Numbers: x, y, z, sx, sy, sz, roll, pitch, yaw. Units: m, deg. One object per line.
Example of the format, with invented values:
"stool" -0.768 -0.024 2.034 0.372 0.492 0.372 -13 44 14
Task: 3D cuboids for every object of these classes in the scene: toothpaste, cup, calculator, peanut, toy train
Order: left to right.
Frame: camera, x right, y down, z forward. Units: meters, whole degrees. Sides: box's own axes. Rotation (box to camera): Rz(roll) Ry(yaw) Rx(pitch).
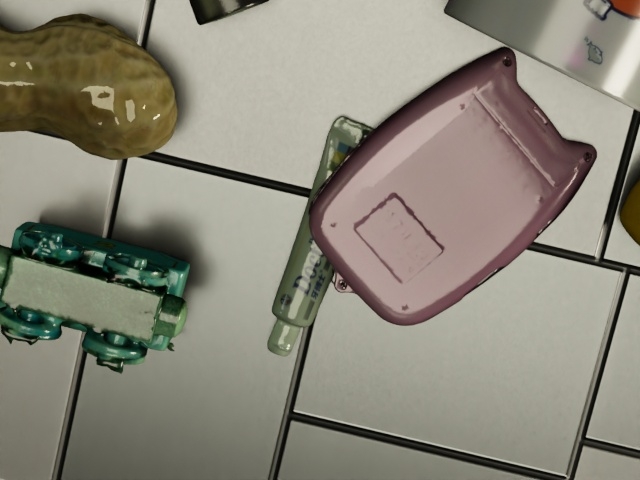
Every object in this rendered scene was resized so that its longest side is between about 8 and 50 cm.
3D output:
"peanut" -0.285 -0.166 1.576 0.298 0.120 0.136 12 77 2
"toy train" -0.231 0.050 1.587 0.203 0.163 0.112 17 99 -1
"toothpaste" 0.000 0.000 1.632 0.067 0.037 0.255 22 97 -2
"calculator" 0.126 -0.045 1.597 0.294 0.043 0.194 -41 99 3
"cup" 0.278 -0.308 1.473 0.212 0.212 0.317 26 99 -2

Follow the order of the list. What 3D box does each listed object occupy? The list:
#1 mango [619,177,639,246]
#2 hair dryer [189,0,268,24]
"mango" 0.464 -0.080 1.544 0.195 0.142 0.332 42 107 0
"hair dryer" -0.038 -0.344 1.562 0.248 0.078 0.196 -20 98 -3
